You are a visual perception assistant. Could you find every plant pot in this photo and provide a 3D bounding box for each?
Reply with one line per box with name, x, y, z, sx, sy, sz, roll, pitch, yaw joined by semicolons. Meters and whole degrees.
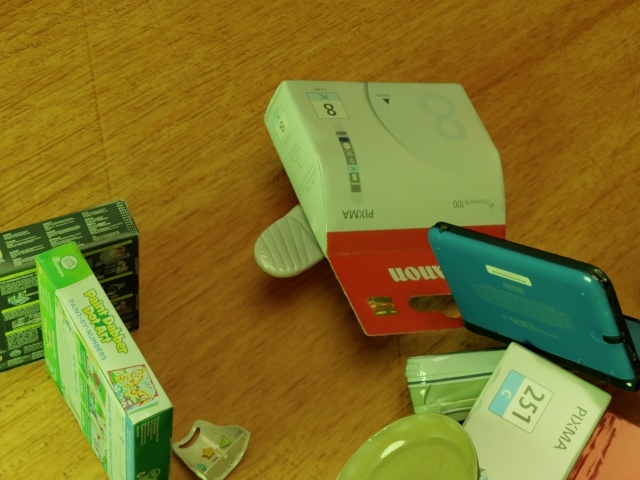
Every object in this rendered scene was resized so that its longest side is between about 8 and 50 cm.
plant pot;0.094;0.310;1.518;0.032;0.236;0.236;40;46;-30

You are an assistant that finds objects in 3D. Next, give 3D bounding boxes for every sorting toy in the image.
sorting toy;-0.139;0.255;1.608;0.075;0.045;0.083;31;56;24

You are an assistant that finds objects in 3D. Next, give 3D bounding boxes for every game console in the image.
game console;0.314;0.062;1.613;0.173;0.250;0.293;-40;33;-23

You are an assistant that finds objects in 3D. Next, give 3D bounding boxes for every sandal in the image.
sandal;-0.008;-0.007;1.791;0.102;0.076;0.265;45;45;15

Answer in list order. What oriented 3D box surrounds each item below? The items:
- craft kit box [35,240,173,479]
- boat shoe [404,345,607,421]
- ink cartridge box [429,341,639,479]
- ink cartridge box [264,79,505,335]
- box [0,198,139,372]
craft kit box;-0.252;0.168;1.525;0.061;0.250;0.246;-26;62;-24
boat shoe;0.255;0.183;1.693;0.302;0.109;0.094;-4;88;-11
ink cartridge box;0.267;0.309;1.547;0.261;0.066;0.296;29;76;14
ink cartridge box;0.128;-0.056;1.791;0.308;0.091;0.385;-2;51;-32
box;-0.356;0.069;1.604;0.270;0.216;0.060;-18;57;-19
